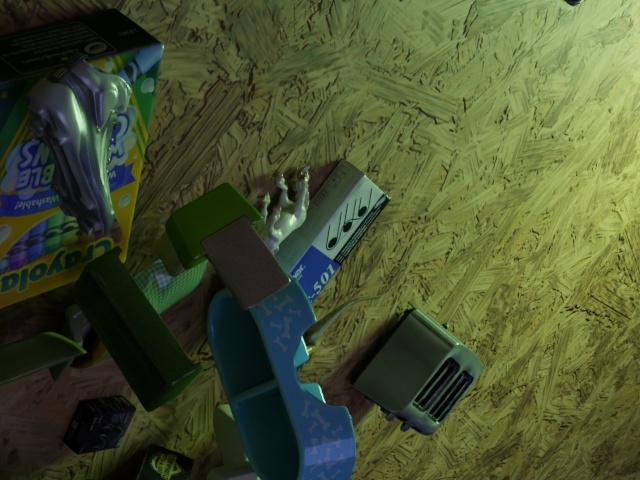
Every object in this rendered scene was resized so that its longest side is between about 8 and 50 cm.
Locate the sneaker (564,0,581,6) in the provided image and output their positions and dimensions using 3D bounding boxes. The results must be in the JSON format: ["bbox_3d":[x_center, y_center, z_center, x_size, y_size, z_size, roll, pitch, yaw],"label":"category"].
[{"bbox_3d":[0.328,-0.430,1.948,0.105,0.115,0.281,-30,144,-34],"label":"sneaker"}]

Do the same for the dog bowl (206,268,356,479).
[{"bbox_3d":[-0.056,0.181,1.920,0.074,0.297,0.166,-16,173,-35],"label":"dog bowl"}]

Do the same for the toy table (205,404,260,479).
[{"bbox_3d":[-0.072,0.350,2.043,0.274,0.252,0.161,-18,134,-58],"label":"toy table"}]

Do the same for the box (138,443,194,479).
[{"bbox_3d":[-0.261,0.459,1.975,0.293,0.073,0.296,-77,-170,-64],"label":"box"}]

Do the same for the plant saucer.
[{"bbox_3d":[-0.358,0.142,1.565,0.241,0.037,0.241,-21,179,0],"label":"plant saucer"}]

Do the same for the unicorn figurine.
[{"bbox_3d":[-0.060,-0.019,1.901,0.162,0.060,0.111,-31,143,-33],"label":"unicorn figurine"}]

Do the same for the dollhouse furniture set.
[{"bbox_3d":[-0.165,0.093,1.667,0.197,0.151,0.301,-32,172,-29],"label":"dollhouse furniture set"}]

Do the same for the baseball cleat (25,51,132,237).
[{"bbox_3d":[-0.210,-0.090,1.439,0.109,0.072,0.206,-47,154,-24],"label":"baseball cleat"}]

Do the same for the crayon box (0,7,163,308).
[{"bbox_3d":[-0.280,-0.056,1.532,0.203,0.083,0.323,-22,139,-42],"label":"crayon box"}]

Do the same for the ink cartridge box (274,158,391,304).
[{"bbox_3d":[0.000,0.000,2.022,0.207,0.046,0.097,-52,149,0],"label":"ink cartridge box"}]

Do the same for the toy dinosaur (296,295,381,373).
[{"bbox_3d":[-0.016,0.136,2.149,0.211,0.064,0.112,-47,170,9],"label":"toy dinosaur"}]

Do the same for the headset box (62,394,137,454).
[{"bbox_3d":[-0.270,0.228,1.900,0.083,0.032,0.062,0,122,-53],"label":"headset box"}]

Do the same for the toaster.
[{"bbox_3d":[0.156,0.203,2.395,0.186,0.110,0.168,-51,151,-3],"label":"toaster"}]
